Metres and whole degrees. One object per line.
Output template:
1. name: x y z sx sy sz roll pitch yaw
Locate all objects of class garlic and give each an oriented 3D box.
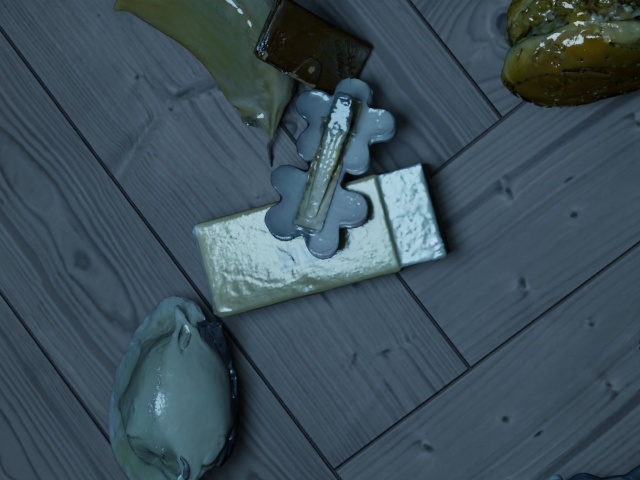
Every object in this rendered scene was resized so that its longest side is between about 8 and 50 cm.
1. garlic: -0.123 -0.290 1.698 0.338 0.151 0.196 45 122 -4

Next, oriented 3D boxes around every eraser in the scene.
1. eraser: 0.000 0.000 1.696 0.343 0.078 0.144 -16 91 11

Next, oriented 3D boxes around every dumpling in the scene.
1. dumpling: -0.205 0.230 1.722 0.163 0.204 0.293 4 77 -19

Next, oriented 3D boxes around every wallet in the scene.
1. wallet: -0.008 -0.260 1.648 0.026 0.176 0.095 30 95 47

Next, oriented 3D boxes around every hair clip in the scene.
1. hair clip: 0.013 -0.103 1.628 0.146 0.075 0.257 17 85 4

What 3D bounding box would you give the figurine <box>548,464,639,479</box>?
1. figurine: 0.440 0.371 1.599 0.265 0.140 0.193 -7 68 24

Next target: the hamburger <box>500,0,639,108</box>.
1. hamburger: 0.346 -0.289 1.548 0.245 0.260 0.211 9 75 -32
